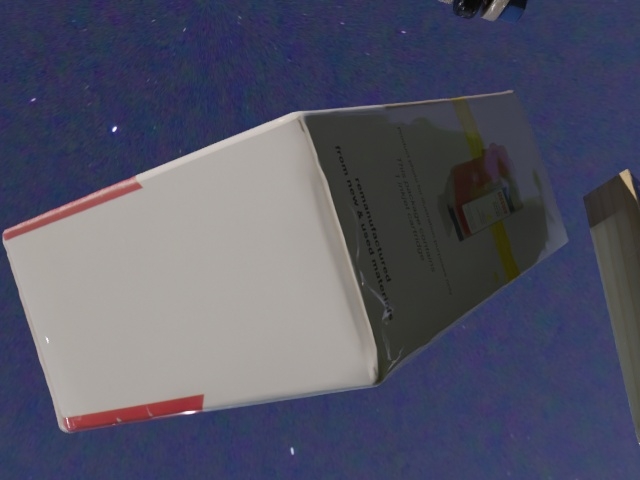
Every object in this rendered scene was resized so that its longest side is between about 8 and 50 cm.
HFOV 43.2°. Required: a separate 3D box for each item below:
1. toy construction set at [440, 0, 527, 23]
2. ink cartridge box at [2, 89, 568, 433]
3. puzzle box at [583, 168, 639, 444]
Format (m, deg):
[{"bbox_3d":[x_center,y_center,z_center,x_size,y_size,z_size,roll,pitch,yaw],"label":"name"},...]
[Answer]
[{"bbox_3d":[0.165,-0.377,0.751,0.309,0.237,0.257,40,-91,-3],"label":"toy construction set"},{"bbox_3d":[0.000,0.000,0.658,0.279,0.385,0.160,-17,-89,33],"label":"ink cartridge box"},{"bbox_3d":[0.395,0.144,0.716,0.409,0.272,0.052,35,-53,-24],"label":"puzzle box"}]
